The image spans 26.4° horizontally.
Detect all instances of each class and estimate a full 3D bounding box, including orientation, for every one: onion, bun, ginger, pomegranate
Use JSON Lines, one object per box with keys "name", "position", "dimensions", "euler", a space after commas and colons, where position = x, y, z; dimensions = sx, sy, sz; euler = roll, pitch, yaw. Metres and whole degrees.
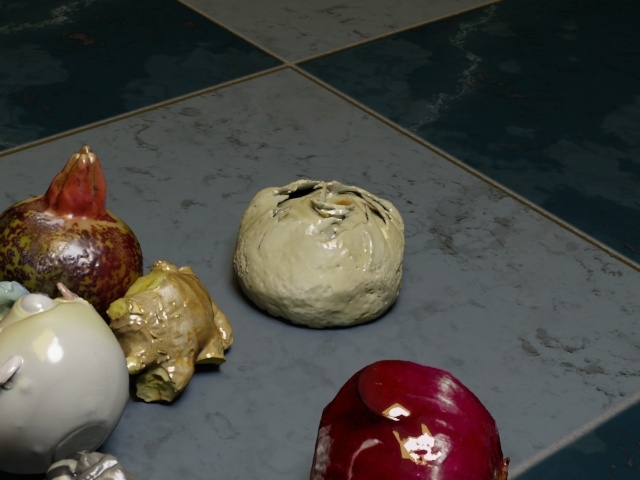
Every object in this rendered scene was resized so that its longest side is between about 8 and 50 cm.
{"name": "onion", "position": [0.090, 0.252, 1.456], "dimensions": [0.216, 0.206, 0.207], "euler": [10, 33, 10]}
{"name": "bun", "position": [0.000, 0.000, 1.888], "dimensions": [0.259, 0.152, 0.259], "euler": [5, 34, -3]}
{"name": "ginger", "position": [-0.195, 0.113, 1.702], "dimensions": [0.102, 0.157, 0.216], "euler": [-16, 16, 31]}
{"name": "pomegranate", "position": [-0.320, -0.001, 1.750], "dimensions": [0.214, 0.248, 0.214], "euler": [16, 19, -6]}

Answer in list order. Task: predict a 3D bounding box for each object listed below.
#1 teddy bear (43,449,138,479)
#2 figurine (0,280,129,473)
{"name": "teddy bear", "position": [-0.275, 0.305, 1.366], "dimensions": [0.144, 0.171, 0.251], "euler": [17, 37, 38]}
{"name": "figurine", "position": [-0.412, 0.119, 1.584], "dimensions": [0.274, 0.227, 0.394], "euler": [-42, 66, -8]}
